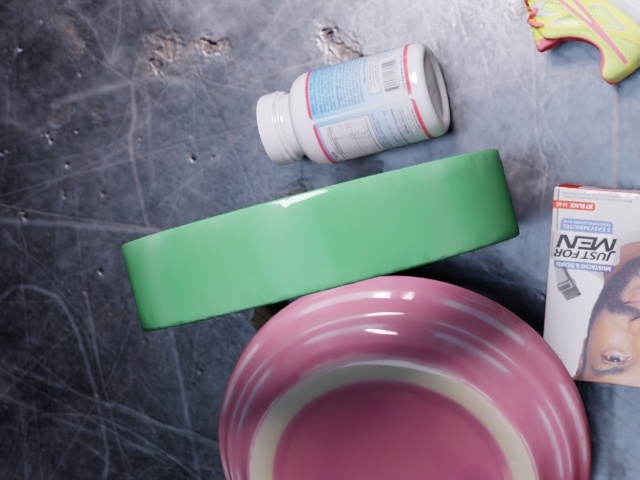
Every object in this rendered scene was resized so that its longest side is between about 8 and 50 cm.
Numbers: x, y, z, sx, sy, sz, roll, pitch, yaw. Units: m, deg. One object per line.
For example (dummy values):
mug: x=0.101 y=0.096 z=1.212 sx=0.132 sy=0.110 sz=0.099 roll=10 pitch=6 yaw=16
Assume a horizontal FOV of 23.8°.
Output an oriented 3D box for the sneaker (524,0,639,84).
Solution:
sneaker: x=0.199 y=-0.211 z=1.303 sx=0.208 sy=0.081 sz=0.094 roll=38 pitch=106 yaw=10

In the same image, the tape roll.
tape roll: x=0.000 y=0.000 z=1.254 sx=0.321 sy=0.321 sz=0.077 roll=-15 pitch=91 yaw=18

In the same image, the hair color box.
hair color box: x=0.245 y=0.038 z=1.322 sx=0.093 sy=0.053 sz=0.167 roll=4 pitch=97 yaw=16

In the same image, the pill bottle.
pill bottle: x=0.028 y=-0.117 z=1.358 sx=0.160 sy=0.087 sz=0.087 roll=-13 pitch=90 yaw=18

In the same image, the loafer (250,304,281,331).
loafer: x=-0.021 y=0.123 z=1.408 sx=0.050 sy=0.056 sz=0.148 roll=-40 pitch=82 yaw=10

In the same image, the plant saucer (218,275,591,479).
plant saucer: x=0.067 y=0.195 z=1.322 sx=0.332 sy=0.084 sz=0.332 roll=4 pitch=113 yaw=10
